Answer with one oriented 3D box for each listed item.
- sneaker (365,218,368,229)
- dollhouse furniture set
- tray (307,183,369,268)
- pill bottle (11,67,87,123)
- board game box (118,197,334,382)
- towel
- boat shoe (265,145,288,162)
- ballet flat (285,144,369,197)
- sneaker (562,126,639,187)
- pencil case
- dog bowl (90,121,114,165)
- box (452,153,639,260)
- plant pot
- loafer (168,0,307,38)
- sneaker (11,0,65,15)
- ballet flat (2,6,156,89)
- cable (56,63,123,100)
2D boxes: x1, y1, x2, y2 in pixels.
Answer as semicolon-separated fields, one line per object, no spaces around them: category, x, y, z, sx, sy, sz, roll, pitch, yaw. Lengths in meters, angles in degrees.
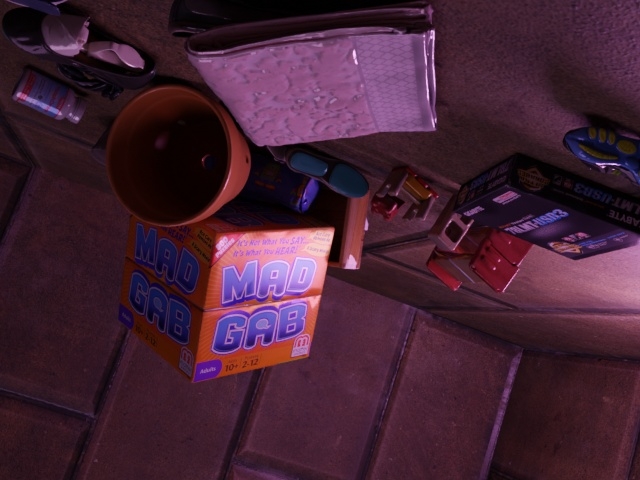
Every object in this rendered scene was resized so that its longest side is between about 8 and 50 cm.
sneaker;0.000;0.000;1.976;0.110;0.292;0.118;44;172;26
dollhouse furniture set;0.279;-0.045;1.635;0.374;0.152;0.201;41;164;-19
tray;-0.056;-0.052;1.903;0.411;0.202;0.076;9;-178;43
pill bottle;-0.662;-0.350;1.750;0.160;0.087;0.087;24;169;-31
board game box;-0.241;0.086;1.771;0.357;0.356;0.356;-5;-158;-43
towel;0.008;-0.219;1.029;0.317;0.053;0.332;-4;165;10
boat shoe;-0.097;-0.205;1.632;0.038;0.046;0.125;7;174;30
ballet flat;0.016;-0.163;1.634;0.213;0.072;0.068;23;-163;-20
sneaker;0.442;-0.125;1.052;0.188;0.067;0.078;19;-168;-13
pencil case;-0.153;-0.151;1.780;0.306;0.133;0.119;15;149;13
dog bowl;-0.464;-0.227;2.022;0.349;0.102;0.349;19;171;3
box;0.442;-0.055;1.381;0.293;0.073;0.295;19;170;-6
plant pot;-0.282;-0.175;1.539;0.291;0.290;0.203;16;-174;16
loafer;-0.086;-0.288;1.025;0.268;0.084;0.096;19;170;-3
sneaker;-0.474;-0.409;0.939;0.323;0.130;0.236;18;168;-28
ballet flat;-0.420;-0.357;1.291;0.280;0.095;0.096;14;166;-43
cable;-0.490;-0.360;1.533;0.151;0.047;0.184;28;170;-23
